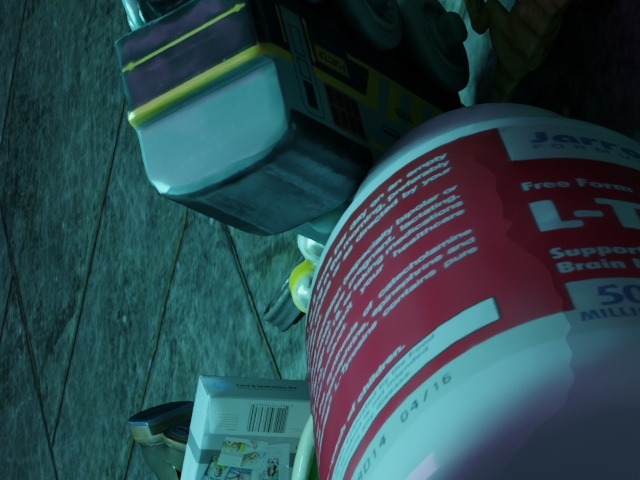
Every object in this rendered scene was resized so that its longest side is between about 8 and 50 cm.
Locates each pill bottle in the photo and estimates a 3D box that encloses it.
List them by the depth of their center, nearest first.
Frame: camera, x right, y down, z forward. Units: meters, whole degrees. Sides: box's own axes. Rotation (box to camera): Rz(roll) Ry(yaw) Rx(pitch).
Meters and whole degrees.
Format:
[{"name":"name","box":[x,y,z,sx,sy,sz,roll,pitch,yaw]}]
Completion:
[{"name":"pill bottle","box":[0.109,0.076,0.909,0.408,0.229,0.229,-99,19,-69]}]

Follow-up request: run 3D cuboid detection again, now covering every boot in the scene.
[{"name":"boot","box":[-0.108,0.215,1.823,0.219,0.082,0.106,4,113,66]}]

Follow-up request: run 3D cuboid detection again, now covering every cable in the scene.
[{"name":"cable","box":[0.000,0.000,1.500,0.139,0.072,0.287,-65,11,-10]}]

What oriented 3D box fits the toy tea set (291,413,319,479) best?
[{"name":"toy tea set","box":[0.050,0.190,1.344,0.200,0.124,0.336,-58,-22,-65]}]

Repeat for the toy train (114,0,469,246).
[{"name":"toy train","box":[-0.001,-0.082,1.177,0.142,0.334,0.190,-23,65,24]}]

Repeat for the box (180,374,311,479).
[{"name":"box","box":[-0.034,0.195,1.472,0.038,0.145,0.186,-122,39,-63]}]

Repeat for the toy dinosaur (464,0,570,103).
[{"name":"toy dinosaur","box":[0.122,-0.123,1.205,0.211,0.064,0.112,113,151,-44]}]
